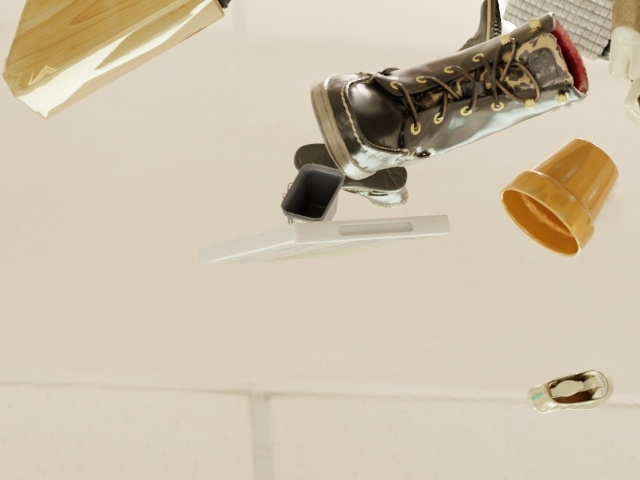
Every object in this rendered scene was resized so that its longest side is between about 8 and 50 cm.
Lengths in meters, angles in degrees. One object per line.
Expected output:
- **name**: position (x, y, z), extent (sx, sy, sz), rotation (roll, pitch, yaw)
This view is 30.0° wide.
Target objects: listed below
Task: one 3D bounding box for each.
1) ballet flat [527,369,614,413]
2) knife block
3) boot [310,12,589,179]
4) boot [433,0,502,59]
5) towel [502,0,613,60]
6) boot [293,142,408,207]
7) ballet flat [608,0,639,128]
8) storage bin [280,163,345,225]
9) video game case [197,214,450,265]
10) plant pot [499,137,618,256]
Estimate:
- **ballet flat**: position (0.371, 0.215, 1.709), extent (0.168, 0.052, 0.057), rotation (-9, -111, -33)
- **knife block**: position (-0.148, -0.233, 1.147), extent (0.242, 0.276, 0.088), rotation (15, 173, 10)
- **boot**: position (0.169, -0.183, 1.489), extent (0.284, 0.138, 0.377), rotation (-20, 173, 22)
- **boot**: position (0.269, -0.362, 2.258), extent (0.137, 0.198, 0.077), rotation (6, -174, 21)
- **towel**: position (0.519, -0.491, 2.353), extent (0.121, 0.235, 0.283), rotation (12, -163, -44)
- **boot**: position (0.070, -0.126, 2.458), extent (0.236, 0.085, 0.178), rotation (12, 171, 12)
- **ballet flat**: position (0.557, -0.283, 2.044), extent (0.124, 0.342, 0.116), rotation (-45, -142, -17)
- **storage bin**: position (-0.019, -0.058, 2.139), extent (0.098, 0.091, 0.135), rotation (14, -134, 14)
- **video game case**: position (0.000, 0.000, 1.373), extent (0.206, 0.026, 0.227), rotation (-4, 174, -33)
- **plant pot**: position (0.506, -0.103, 2.459), extent (0.205, 0.205, 0.188), rotation (33, -106, 34)
